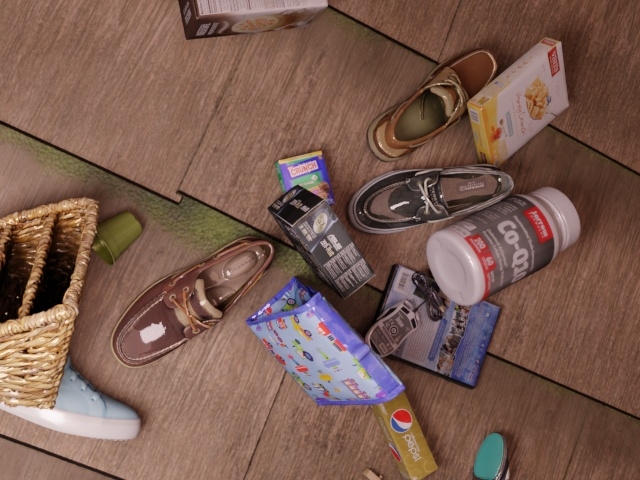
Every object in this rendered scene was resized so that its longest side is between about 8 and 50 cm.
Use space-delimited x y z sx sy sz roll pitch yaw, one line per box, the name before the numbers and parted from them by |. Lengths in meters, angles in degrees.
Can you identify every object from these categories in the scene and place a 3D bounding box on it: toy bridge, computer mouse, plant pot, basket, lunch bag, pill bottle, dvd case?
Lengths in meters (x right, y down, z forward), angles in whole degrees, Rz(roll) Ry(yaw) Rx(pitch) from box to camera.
toy bridge | 0.060 0.528 1.556 0.063 0.026 0.188 45 75 -13
computer mouse | 0.154 0.153 1.580 0.193 0.042 0.106 -36 103 -21
plant pot | -0.361 -0.011 1.433 0.079 0.083 0.083 -39 99 -29
basket | -0.473 0.071 1.242 0.213 0.299 0.223 13 126 -15
lunch bag | 0.015 0.186 1.422 0.138 0.293 0.221 -43 100 -15
pill bottle | 0.367 0.004 1.609 0.283 0.161 0.161 -25 94 -23
dvd case | 0.228 0.176 1.634 0.253 0.022 0.180 23 81 -15

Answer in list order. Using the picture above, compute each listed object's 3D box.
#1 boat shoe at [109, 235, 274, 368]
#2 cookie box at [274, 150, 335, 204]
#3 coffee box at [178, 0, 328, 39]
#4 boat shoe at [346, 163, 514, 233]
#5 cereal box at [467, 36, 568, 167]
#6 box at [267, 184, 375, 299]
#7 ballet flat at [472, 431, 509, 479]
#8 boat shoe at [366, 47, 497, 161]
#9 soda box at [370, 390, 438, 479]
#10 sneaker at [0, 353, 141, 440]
boat shoe | -0.221 0.104 1.440 0.342 0.123 0.123 -34 97 -17
cookie box | -0.030 -0.110 1.557 0.092 0.040 0.107 -15 91 -17
coffee box | -0.129 -0.446 1.495 0.246 0.141 0.098 -11 90 -17
boat shoe | 0.218 -0.095 1.588 0.335 0.119 0.121 -16 93 -11
cereal box | 0.409 -0.279 1.659 0.240 0.047 0.173 -40 136 -15
box | 0.000 0.000 1.479 0.077 0.147 0.180 -38 114 -7
ballet flat | 0.341 0.491 1.633 0.074 0.074 0.203 23 74 -15
boat shoe | 0.238 -0.270 1.611 0.324 0.120 0.122 -42 99 -15
soda box | 0.160 0.375 1.580 0.061 0.058 0.181 -25 95 -18
sneaker | -0.457 0.221 1.353 0.366 0.135 0.150 24 83 -16
